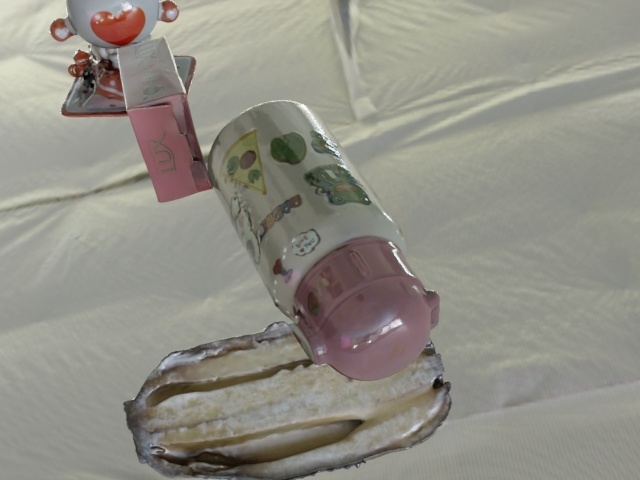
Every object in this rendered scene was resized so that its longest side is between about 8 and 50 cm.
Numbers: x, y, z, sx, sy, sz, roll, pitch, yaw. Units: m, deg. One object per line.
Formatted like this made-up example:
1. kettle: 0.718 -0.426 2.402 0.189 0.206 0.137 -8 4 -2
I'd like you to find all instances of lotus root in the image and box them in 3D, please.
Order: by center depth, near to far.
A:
1. lotus root: -0.033 0.171 0.825 0.329 0.078 0.167 -7 -113 -10

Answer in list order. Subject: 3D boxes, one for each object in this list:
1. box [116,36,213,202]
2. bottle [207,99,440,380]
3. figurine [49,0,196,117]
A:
1. box: -0.157 -0.123 0.790 0.060 0.111 0.156 -17 -143 -9
2. bottle: 0.000 0.000 0.641 0.120 0.120 0.253 -25 -132 -7
3. figurine: -0.289 -0.309 1.107 0.183 0.226 0.160 -2 -136 4
